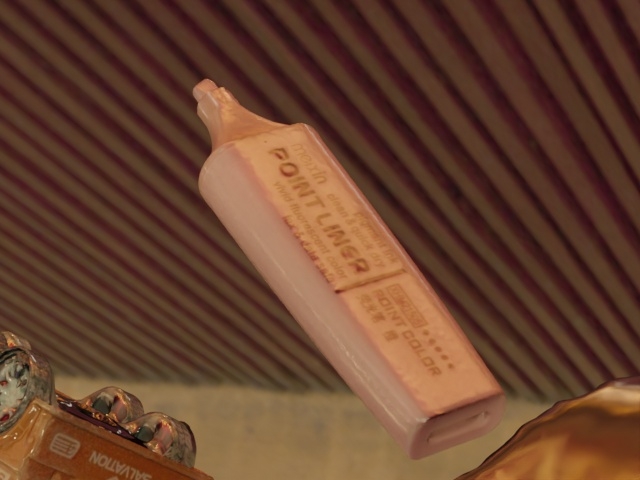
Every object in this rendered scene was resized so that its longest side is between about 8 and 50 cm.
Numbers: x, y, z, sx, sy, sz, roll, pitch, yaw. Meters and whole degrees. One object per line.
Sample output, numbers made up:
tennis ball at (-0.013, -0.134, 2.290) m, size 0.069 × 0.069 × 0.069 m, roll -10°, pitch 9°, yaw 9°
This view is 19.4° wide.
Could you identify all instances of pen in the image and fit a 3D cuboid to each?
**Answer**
pen at (0.000, 0.000, 0.696) m, size 0.053 × 0.032 × 0.197 m, roll -18°, pitch 49°, yaw -26°

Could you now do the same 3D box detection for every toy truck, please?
toy truck at (-0.216, 0.135, 1.150) m, size 0.305 × 0.136 × 0.162 m, roll 19°, pitch 81°, yaw 51°

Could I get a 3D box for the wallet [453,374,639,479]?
wallet at (0.152, 0.131, 0.340) m, size 0.228 × 0.062 × 0.406 m, roll -33°, pitch 29°, yaw -33°
